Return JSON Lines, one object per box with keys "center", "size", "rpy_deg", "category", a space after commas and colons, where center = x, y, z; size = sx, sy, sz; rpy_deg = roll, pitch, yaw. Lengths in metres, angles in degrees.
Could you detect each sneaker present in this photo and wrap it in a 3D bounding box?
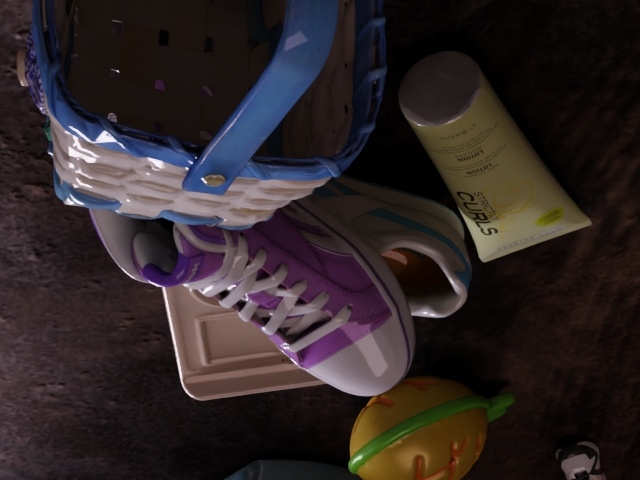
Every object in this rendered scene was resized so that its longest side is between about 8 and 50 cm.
{"center": [-0.054, 0.023, 1.130], "size": [0.102, 0.161, 0.282], "rpy_deg": [-36, 104, 28], "category": "sneaker"}
{"center": [0.257, 0.230, 1.659], "size": [0.040, 0.043, 0.109], "rpy_deg": [-19, 140, 15], "category": "sneaker"}
{"center": [0.000, 0.000, 1.241], "size": [0.229, 0.092, 0.087], "rpy_deg": [8, 118, -9], "category": "sneaker"}

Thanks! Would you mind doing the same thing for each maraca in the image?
{"center": [0.098, 0.168, 1.507], "size": [0.127, 0.099, 0.186], "rpy_deg": [-35, 162, 32], "category": "maraca"}

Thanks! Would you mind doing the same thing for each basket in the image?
{"center": [-0.056, -0.141, 0.943], "size": [0.201, 0.254, 0.289], "rpy_deg": [10, 149, -21], "category": "basket"}

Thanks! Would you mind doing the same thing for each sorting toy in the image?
{"center": [-0.026, 0.040, 1.364], "size": [0.193, 0.038, 0.208], "rpy_deg": [-8, 138, -3], "category": "sorting toy"}

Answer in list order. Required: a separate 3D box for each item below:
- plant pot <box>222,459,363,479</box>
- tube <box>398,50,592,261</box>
{"center": [-0.031, 0.348, 1.600], "size": [0.247, 0.248, 0.252], "rpy_deg": [-34, 118, 28], "category": "plant pot"}
{"center": [0.127, -0.051, 1.261], "size": [0.070, 0.062, 0.240], "rpy_deg": [21, 164, 32], "category": "tube"}
